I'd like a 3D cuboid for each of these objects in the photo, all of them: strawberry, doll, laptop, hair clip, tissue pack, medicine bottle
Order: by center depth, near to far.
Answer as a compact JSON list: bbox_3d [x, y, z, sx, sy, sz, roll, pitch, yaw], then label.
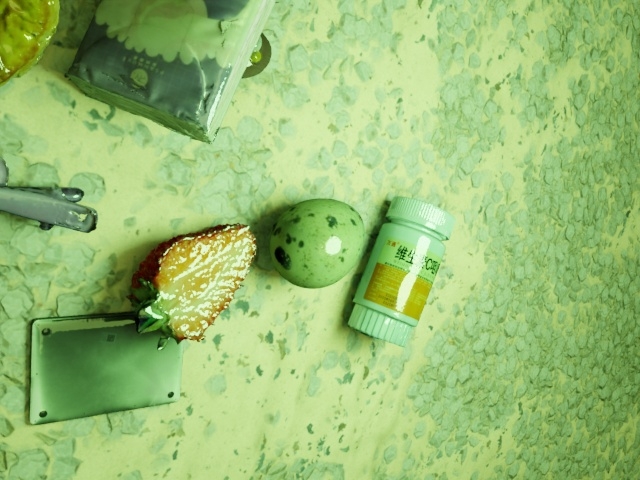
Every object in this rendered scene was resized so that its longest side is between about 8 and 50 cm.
[{"bbox_3d":[-0.489,-0.059,0.872,0.278,0.090,0.137,14,103,-27],"label":"hair clip"},{"bbox_3d":[-0.221,-0.358,0.921,0.242,0.125,0.344,22,83,1],"label":"tissue pack"},{"bbox_3d":[-0.376,0.223,1.032,0.268,0.015,0.188,0,98,-35],"label":"laptop"},{"bbox_3d":[-0.157,-0.383,1.037,0.145,0.096,0.188,-5,90,-39],"label":"doll"},{"bbox_3d":[-0.244,0.071,1.051,0.286,0.106,0.188,-44,125,-35],"label":"strawberry"},{"bbox_3d":[0.182,0.073,1.305,0.158,0.158,0.318,26,84,-35],"label":"medicine bottle"}]

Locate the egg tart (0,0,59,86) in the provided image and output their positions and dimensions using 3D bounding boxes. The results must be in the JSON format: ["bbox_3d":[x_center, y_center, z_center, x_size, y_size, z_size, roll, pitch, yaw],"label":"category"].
[{"bbox_3d":[-0.495,-0.325,0.755,0.294,0.116,0.295,-30,155,-16],"label":"egg tart"}]

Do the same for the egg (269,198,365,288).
[{"bbox_3d":[0.000,0.000,1.159,0.228,0.177,0.177,-31,115,-44],"label":"egg"}]
